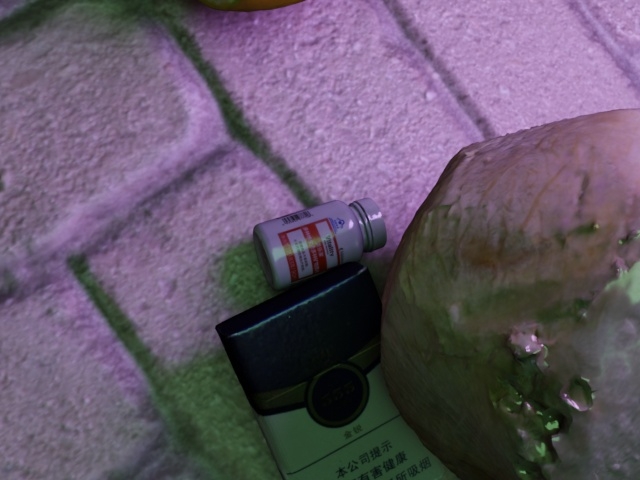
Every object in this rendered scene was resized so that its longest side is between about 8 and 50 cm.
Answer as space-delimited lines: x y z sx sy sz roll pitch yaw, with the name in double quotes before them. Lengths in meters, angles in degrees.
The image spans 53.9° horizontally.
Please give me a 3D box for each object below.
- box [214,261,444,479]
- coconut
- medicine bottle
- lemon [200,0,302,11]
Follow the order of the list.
"box" 0.014 0.170 0.670 0.168 0.071 0.259 -25 104 -15
"coconut" 0.240 0.088 0.563 0.404 0.404 0.405 2 81 -13
"medicine bottle" 0.000 0.000 0.716 0.140 0.079 0.079 -18 86 -15
"lemon" -0.035 -0.433 0.646 0.364 0.364 0.365 2 81 -13
